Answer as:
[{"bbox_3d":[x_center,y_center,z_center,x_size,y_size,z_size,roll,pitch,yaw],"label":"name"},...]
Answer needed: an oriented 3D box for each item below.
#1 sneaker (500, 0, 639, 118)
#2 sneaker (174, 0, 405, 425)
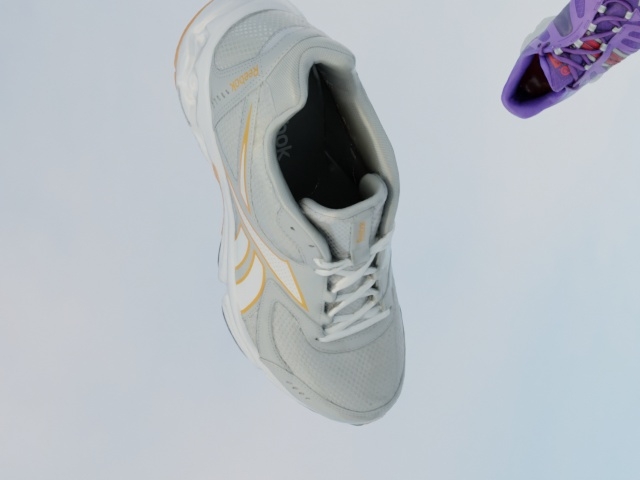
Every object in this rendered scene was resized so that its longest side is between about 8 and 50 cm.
[{"bbox_3d":[0.174,-0.127,1.098,0.071,0.068,0.170,-49,0,-40],"label":"sneaker"},{"bbox_3d":[0.000,0.000,0.923,0.099,0.121,0.262,-28,-61,-18],"label":"sneaker"}]
